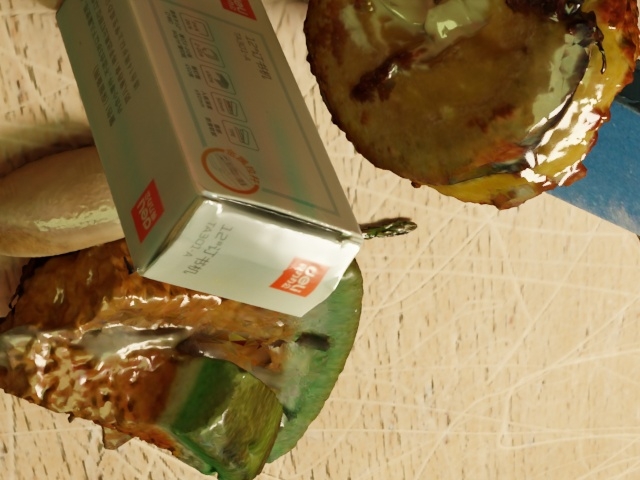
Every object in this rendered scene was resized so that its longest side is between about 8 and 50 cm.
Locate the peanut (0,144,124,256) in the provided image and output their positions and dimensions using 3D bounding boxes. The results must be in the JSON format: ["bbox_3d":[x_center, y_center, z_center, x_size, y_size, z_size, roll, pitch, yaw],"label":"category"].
[{"bbox_3d":[-0.186,-0.027,1.390,0.152,0.076,0.076,-18,137,-9],"label":"peanut"}]

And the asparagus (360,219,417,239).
[{"bbox_3d":[0.000,0.000,1.536,0.166,0.016,0.013,-9,102,-13],"label":"asparagus"}]

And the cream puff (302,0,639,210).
[{"bbox_3d":[0.109,-0.141,1.289,0.240,0.240,0.164,-45,156,23],"label":"cream puff"}]

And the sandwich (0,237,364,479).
[{"bbox_3d":[-0.111,0.095,1.475,0.301,0.162,0.250,5,134,-25],"label":"sandwich"}]

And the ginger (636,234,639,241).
[{"bbox_3d":[0.328,-0.015,1.589,0.116,0.109,0.263,-41,140,13],"label":"ginger"}]

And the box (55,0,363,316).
[{"bbox_3d":[-0.079,-0.077,1.238,0.135,0.269,0.079,15,127,-36],"label":"box"}]

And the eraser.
[{"bbox_3d":[0.237,-0.062,1.381,0.042,0.312,0.144,-46,146,-27],"label":"eraser"}]
